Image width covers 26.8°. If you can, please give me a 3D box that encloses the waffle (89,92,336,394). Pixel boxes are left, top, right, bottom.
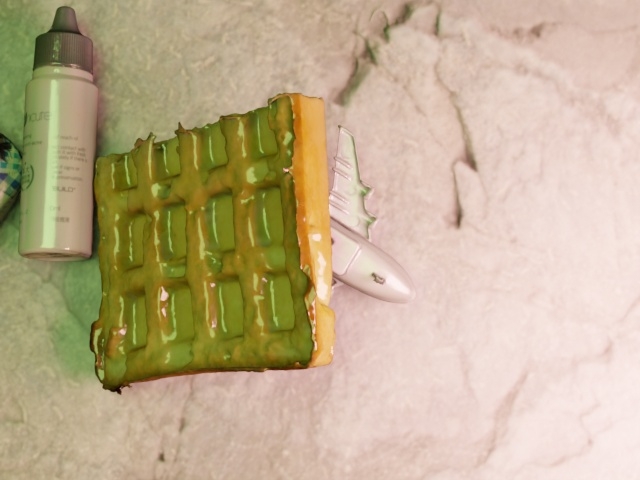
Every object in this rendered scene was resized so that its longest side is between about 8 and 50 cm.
[{"bbox_3d":[-0.127,0.013,1.512,0.348,0.077,0.304,-10,80,40],"label":"waffle"}]

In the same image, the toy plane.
[{"bbox_3d":[-0.001,0.000,1.550,0.255,0.101,0.251,33,95,12],"label":"toy plane"}]

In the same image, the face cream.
[{"bbox_3d":[-0.315,-0.133,1.628,0.092,0.092,0.311,0,82,10],"label":"face cream"}]

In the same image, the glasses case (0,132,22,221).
[{"bbox_3d":[-0.488,0.000,1.642,0.125,0.076,0.327,36,90,6],"label":"glasses case"}]
